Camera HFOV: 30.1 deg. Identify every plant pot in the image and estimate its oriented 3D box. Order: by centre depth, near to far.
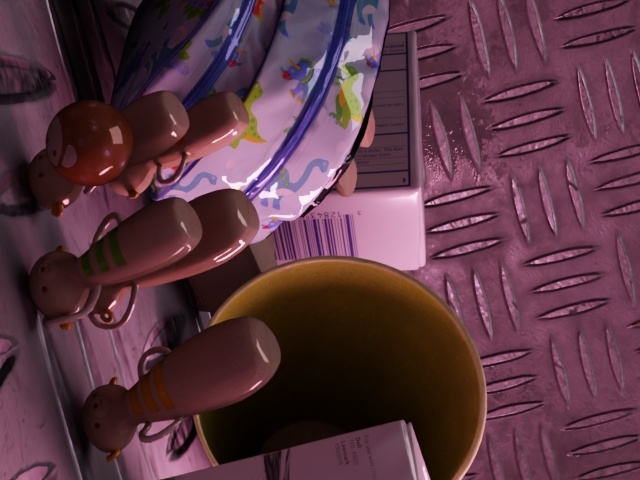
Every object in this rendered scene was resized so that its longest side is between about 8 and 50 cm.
[{"bbox_3d":[0.007,0.202,1.222,0.293,0.275,0.274,100,-19,-62],"label":"plant pot"}]

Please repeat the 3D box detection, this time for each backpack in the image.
[{"bbox_3d":[-0.064,-0.167,1.110,0.273,0.290,0.355,21,52,-37],"label":"backpack"}]

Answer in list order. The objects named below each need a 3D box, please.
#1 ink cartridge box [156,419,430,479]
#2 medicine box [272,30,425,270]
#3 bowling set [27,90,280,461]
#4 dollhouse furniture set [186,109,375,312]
[{"bbox_3d":[-0.022,0.223,0.873,0.160,0.219,0.092,67,10,-58],"label":"ink cartridge box"},{"bbox_3d":[-0.004,-0.113,1.499,0.149,0.264,0.289,81,9,-49],"label":"medicine box"},{"bbox_3d":[-0.149,-0.021,0.816,0.200,0.154,0.287,44,28,-43],"label":"bowling set"},{"bbox_3d":[-0.068,-0.059,1.299,0.161,0.212,0.242,69,34,-46],"label":"dollhouse furniture set"}]
